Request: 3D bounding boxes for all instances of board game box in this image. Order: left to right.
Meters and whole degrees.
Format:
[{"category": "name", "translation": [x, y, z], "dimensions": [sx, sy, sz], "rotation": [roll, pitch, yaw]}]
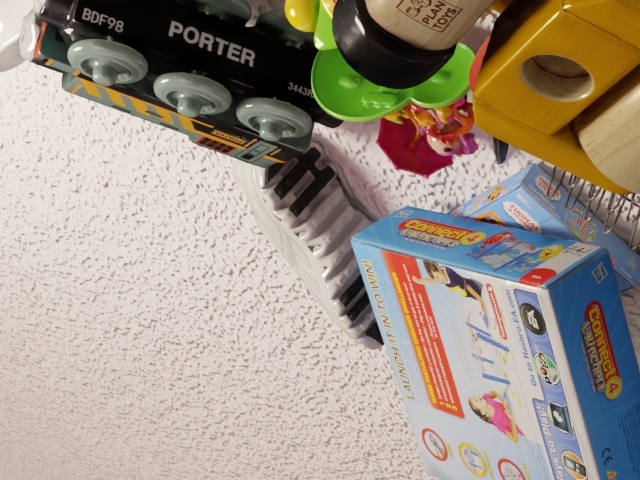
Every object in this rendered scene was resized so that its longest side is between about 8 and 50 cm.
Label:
[{"category": "board game box", "translation": [0.193, 0.134, 1.617], "dimensions": [0.302, 0.086, 0.308], "rotation": [16, 130, 53]}, {"category": "board game box", "translation": [0.218, 0.012, 1.649], "dimensions": [0.160, 0.039, 0.211], "rotation": [40, 153, -10]}]

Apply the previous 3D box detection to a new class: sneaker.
[{"category": "sneaker", "translation": [0.000, 0.000, 1.814], "dimensions": [0.118, 0.110, 0.292], "rotation": [6, 134, 54]}]

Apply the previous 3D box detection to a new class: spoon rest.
[{"category": "spoon rest", "translation": [-0.357, -0.270, 1.785], "dimensions": [0.137, 0.084, 0.276], "rotation": [33, 153, 2]}]

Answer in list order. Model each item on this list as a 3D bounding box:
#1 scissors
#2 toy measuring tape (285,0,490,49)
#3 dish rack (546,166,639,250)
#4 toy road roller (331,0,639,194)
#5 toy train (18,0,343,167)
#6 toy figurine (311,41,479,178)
[{"category": "scissors", "translation": [0.161, -0.125, 1.442], "dimensions": [0.021, 0.109, 0.297], "rotation": [60, 159, 16]}, {"category": "toy measuring tape", "translation": [0.108, -0.241, 1.329], "dimensions": [0.330, 0.121, 0.121], "rotation": [-9, 132, 31]}, {"category": "dish rack", "translation": [0.294, -0.055, 1.393], "dimensions": [0.271, 0.074, 0.208], "rotation": [31, 155, -16]}, {"category": "toy road roller", "translation": [0.190, -0.207, 1.146], "dimensions": [0.329, 0.241, 0.202], "rotation": [27, 152, -10]}, {"category": "toy train", "translation": [-0.136, -0.173, 1.566], "dimensions": [0.333, 0.142, 0.190], "rotation": [18, 161, -22]}, {"category": "toy figurine", "translation": [0.099, -0.123, 1.504], "dimensions": [0.173, 0.130, 0.159], "rotation": [13, 157, 34]}]
